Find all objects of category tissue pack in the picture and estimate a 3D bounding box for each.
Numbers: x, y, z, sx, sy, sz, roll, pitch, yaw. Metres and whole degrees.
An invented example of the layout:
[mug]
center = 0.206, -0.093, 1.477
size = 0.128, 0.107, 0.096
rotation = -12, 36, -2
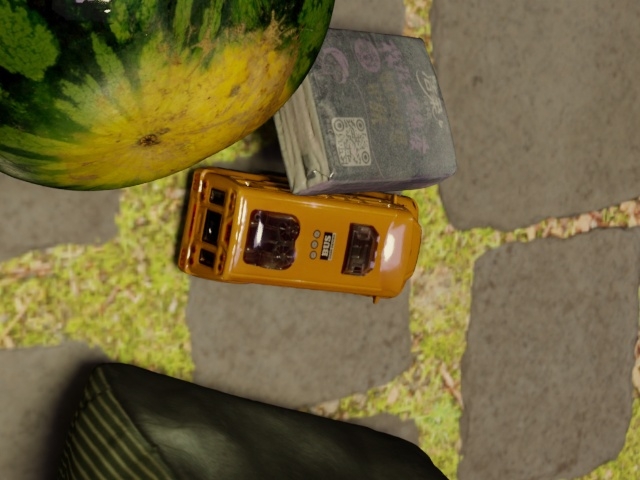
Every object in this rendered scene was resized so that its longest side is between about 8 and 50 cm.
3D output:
[tissue pack]
center = 0.030, -0.091, 0.907
size = 0.156, 0.051, 0.112
rotation = -6, 80, -51

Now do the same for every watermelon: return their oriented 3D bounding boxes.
[watermelon]
center = -0.124, -0.156, 0.727
size = 0.269, 0.269, 0.269
rotation = -6, 102, -31

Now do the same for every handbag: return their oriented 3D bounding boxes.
[handbag]
center = -0.042, 0.253, 0.870
size = 0.340, 0.247, 0.240
rotation = 21, 99, -35

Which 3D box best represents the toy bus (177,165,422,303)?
[toy bus]
center = 0.000, 0.000, 0.927
size = 0.194, 0.088, 0.083
rotation = 6, 96, -33
